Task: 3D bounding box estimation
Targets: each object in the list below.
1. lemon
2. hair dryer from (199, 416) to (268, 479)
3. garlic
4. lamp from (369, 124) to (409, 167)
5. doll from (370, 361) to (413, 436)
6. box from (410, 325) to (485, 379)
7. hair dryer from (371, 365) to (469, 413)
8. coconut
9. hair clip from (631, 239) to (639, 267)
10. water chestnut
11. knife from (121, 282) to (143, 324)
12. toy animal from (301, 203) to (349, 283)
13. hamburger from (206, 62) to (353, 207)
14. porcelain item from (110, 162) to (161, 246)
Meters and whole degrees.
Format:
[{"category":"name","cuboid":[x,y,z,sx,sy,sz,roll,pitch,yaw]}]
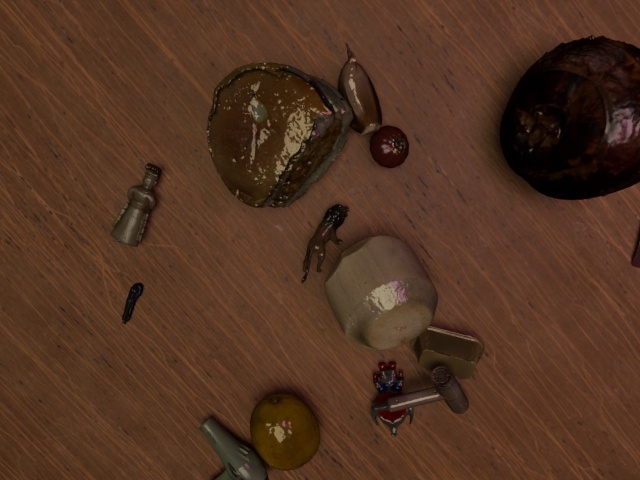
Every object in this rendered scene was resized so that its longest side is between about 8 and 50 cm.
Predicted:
[{"category":"lemon","cuboid":[-0.090,0.488,1.263,0.170,0.170,0.207,-23,103,7]},{"category":"hair dryer","cuboid":[-0.295,0.605,1.347,0.267,0.092,0.229,-27,89,17]},{"category":"garlic","cuboid":[0.087,-0.342,1.132,0.091,0.128,0.198,-13,102,4]},{"category":"lamp","cuboid":[0.162,-0.221,1.168,0.101,0.090,0.101,4,83,-31]},{"category":"doll","cuboid":[0.181,0.414,1.287,0.104,0.062,0.194,-7,91,-13]},{"category":"box","cuboid":[0.317,0.275,1.239,0.177,0.111,0.111,14,100,5]},{"category":"hair dryer","cuboid":[0.247,0.407,1.235,0.221,0.053,0.195,-26,135,11]},{"category":"coconut","cuboid":[0.133,0.110,1.157,0.238,0.265,0.237,-12,138,-11]},{"category":"hair clip","cuboid":[0.796,0.002,1.198,0.054,0.022,0.137,9,100,5]},{"category":"water chestnut","cuboid":[0.570,-0.254,1.064,0.302,0.351,0.350,-4,102,-38]},{"category":"knife","cuboid":[-0.499,0.167,1.310,0.031,0.018,0.121,22,102,2]},{"category":"toy animal","cuboid":[0.003,0.009,1.218,0.069,0.086,0.219,20,77,22]},{"category":"hamburger","cuboid":[-0.109,-0.245,1.111,0.277,0.195,0.318,45,112,7]},{"category":"porcelain item","cuboid":[-0.455,-0.094,1.246,0.084,0.054,0.213,26,101,-3]}]
